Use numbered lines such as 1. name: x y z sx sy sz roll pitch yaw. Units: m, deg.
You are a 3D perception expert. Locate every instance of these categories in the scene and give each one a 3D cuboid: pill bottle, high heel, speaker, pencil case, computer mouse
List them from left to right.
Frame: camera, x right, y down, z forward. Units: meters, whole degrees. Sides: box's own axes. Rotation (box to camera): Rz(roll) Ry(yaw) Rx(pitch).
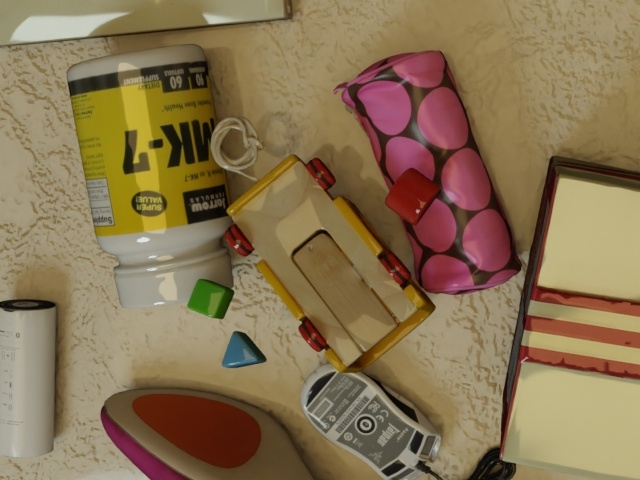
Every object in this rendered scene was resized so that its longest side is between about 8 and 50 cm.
1. speaker: -0.265 0.124 1.278 0.055 0.055 0.136 3 97 8
2. pill bottle: -0.139 -0.054 1.206 0.119 0.119 0.208 -9 96 9
3. high heel: -0.040 0.270 1.242 0.377 0.127 0.181 27 124 17
4. computer mouse: 0.068 0.172 1.244 0.193 0.042 0.106 40 105 -4
5. pencil case: 0.090 -0.053 1.188 0.098 0.095 0.209 -20 95 15

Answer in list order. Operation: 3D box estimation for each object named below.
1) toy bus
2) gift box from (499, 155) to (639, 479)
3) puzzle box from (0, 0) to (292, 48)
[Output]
1. toy bus: 0.003 0.013 1.174 0.191 0.104 0.202 7 85 14
2. gift box: 0.281 0.080 1.089 0.258 0.276 0.255 10 103 6
3. puzzle box: -0.174 -0.378 1.207 0.272 0.052 0.409 -4 96 9
